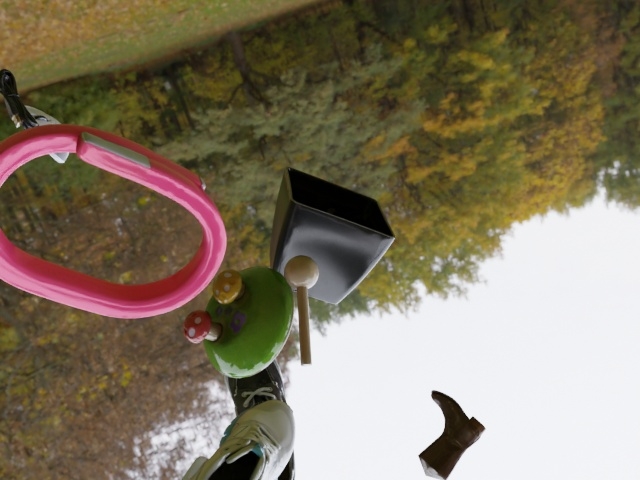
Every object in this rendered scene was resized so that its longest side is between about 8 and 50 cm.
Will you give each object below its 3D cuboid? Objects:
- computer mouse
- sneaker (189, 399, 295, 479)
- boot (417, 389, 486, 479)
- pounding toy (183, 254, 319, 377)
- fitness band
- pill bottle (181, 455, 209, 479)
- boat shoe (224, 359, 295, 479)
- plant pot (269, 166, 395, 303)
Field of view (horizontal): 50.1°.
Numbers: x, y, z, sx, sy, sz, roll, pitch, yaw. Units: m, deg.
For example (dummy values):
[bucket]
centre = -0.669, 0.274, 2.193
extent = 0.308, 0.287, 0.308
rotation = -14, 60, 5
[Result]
[computer mouse]
centre = -0.443, -0.186, 1.089
extent = 0.042, 0.106, 0.193
rotation = -33, 166, -6
[sneaker]
centre = -0.063, 0.199, 0.614
extent = 0.083, 0.071, 0.190
rotation = -49, 177, 33
[boot]
centre = 0.179, 0.299, 1.051
extent = 0.114, 0.037, 0.106
rotation = -43, -125, -18
[pounding toy]
centre = -0.123, 0.106, 1.045
extent = 0.237, 0.110, 0.183
rotation = -14, -121, 38
[fitness band]
centre = -0.249, -0.015, 0.786
extent = 0.209, 0.291, 0.054
rotation = -51, -144, 18
[pill bottle]
centre = -0.174, 0.568, 1.386
extent = 0.153, 0.264, 0.153
rotation = -59, 176, -6
[boat shoe]
centre = -0.108, 0.307, 1.246
extent = 0.108, 0.301, 0.102
rotation = -9, 161, -11
[plant pot]
centre = 0.000, 0.000, 1.214
extent = 0.188, 0.167, 0.187
rotation = 18, -159, -14
